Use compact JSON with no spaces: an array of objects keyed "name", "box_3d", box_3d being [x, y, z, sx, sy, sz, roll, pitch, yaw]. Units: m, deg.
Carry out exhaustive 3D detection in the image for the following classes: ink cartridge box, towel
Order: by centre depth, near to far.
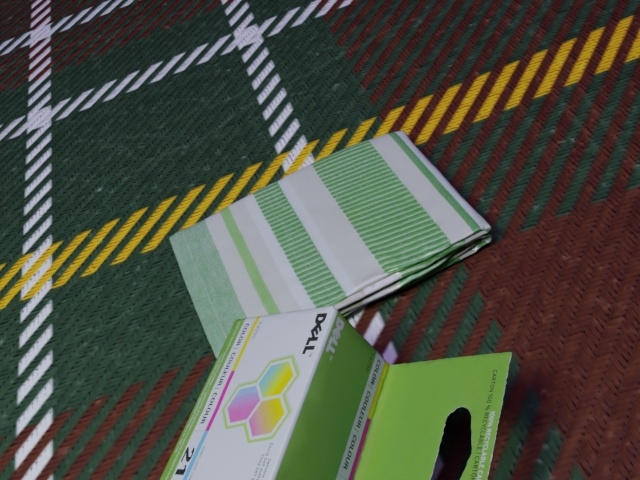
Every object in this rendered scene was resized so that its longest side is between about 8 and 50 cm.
[{"name":"ink cartridge box","box_3d":[0.010,0.153,0.622,0.255,0.097,0.189,-13,42,40]},{"name":"towel","box_3d":[0.000,0.000,0.869,0.324,0.038,0.248,-28,44,-3]}]
